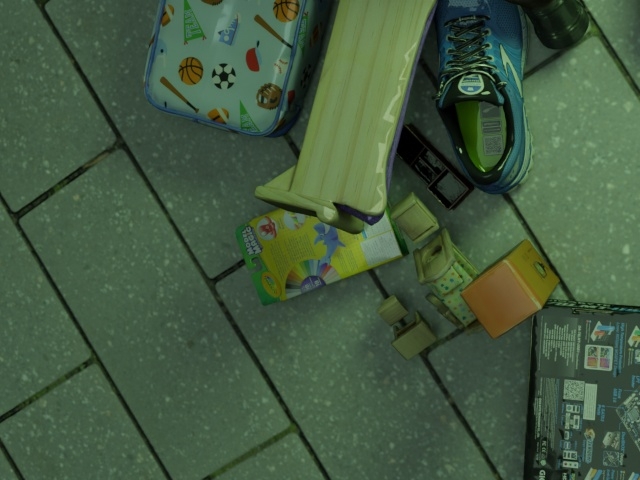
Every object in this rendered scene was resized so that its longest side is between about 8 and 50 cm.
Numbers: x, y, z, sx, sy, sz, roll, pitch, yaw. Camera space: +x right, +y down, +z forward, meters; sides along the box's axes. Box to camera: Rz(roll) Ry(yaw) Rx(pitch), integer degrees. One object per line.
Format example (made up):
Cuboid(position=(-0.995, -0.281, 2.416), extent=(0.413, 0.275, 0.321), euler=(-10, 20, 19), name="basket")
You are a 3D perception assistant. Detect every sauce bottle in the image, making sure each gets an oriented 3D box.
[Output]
Cuboid(position=(0.236, -0.372, 1.539), extent=(0.111, 0.344, 0.111), euler=(-20, 46, 22), name="sauce bottle")

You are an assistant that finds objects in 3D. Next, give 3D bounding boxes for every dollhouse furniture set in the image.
Cuboid(position=(0.123, 0.064, 1.676), extent=(0.161, 0.101, 0.182), euler=(-38, 111, 16), name="dollhouse furniture set")

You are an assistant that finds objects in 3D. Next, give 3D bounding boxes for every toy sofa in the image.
Cuboid(position=(0.054, -0.194, 1.652), extent=(0.177, 0.150, 0.363), euler=(13, 88, 16), name="toy sofa")

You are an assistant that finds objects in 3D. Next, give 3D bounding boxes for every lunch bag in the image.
Cuboid(position=(-0.121, -0.307, 1.742), extent=(0.243, 0.115, 0.303), euler=(18, 101, 16), name="lunch bag")

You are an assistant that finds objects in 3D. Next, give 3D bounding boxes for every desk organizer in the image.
Cuboid(position=(0.150, -0.102, 1.715), extent=(0.130, 0.050, 0.047), euler=(46, 105, 7), name="desk organizer")

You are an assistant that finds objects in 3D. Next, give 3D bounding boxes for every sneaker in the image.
Cuboid(position=(0.214, -0.224, 1.636), extent=(0.129, 0.147, 0.330), euler=(-11, 92, 16), name="sneaker")

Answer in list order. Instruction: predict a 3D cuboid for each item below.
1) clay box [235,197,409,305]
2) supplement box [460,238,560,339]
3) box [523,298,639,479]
Cuboid(position=(0.000, 0.000, 1.766), extent=(0.222, 0.053, 0.127), euler=(-20, 90, 17), name="clay box")
Cuboid(position=(0.249, 0.059, 1.608), extent=(0.080, 0.233, 0.078), euler=(-38, 85, 19), name="supplement box")
Cuboid(position=(0.425, 0.236, 1.660), extent=(0.293, 0.073, 0.296), euler=(3, 96, 15), name="box")
